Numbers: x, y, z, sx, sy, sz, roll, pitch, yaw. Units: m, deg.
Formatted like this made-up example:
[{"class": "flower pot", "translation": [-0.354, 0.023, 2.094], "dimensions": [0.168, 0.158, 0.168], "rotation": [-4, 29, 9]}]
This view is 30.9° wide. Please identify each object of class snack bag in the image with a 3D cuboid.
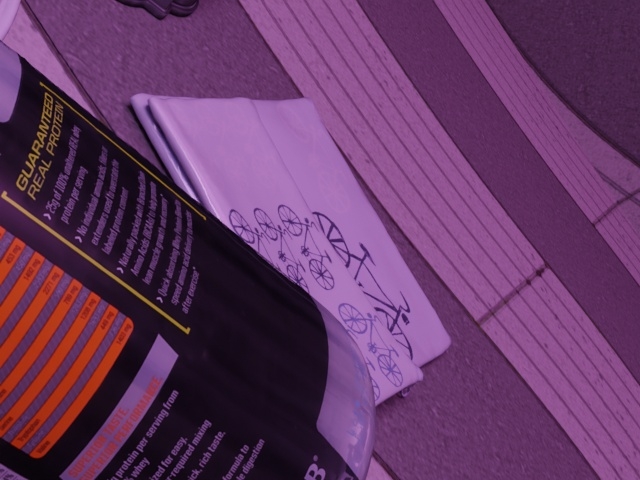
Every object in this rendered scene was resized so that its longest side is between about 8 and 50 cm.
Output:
[{"class": "snack bag", "translation": [0.000, 0.000, 1.064], "dimensions": [0.323, 0.037, 0.342], "rotation": [59, 24, 8]}]

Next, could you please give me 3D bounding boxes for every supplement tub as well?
[{"class": "supplement tub", "translation": [-0.151, 0.036, 0.521], "dimensions": [0.338, 0.207, 0.207], "rotation": [42, 28, -30]}]

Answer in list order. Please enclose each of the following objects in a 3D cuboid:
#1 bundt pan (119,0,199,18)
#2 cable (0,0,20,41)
[{"class": "bundt pan", "translation": [-0.185, -0.380, 1.092], "dimensions": [0.331, 0.124, 0.330], "rotation": [43, 26, -27]}, {"class": "cable", "translation": [-0.275, -0.197, 0.642], "dimensions": [0.257, 0.089, 0.257], "rotation": [-42, 117, -65]}]
